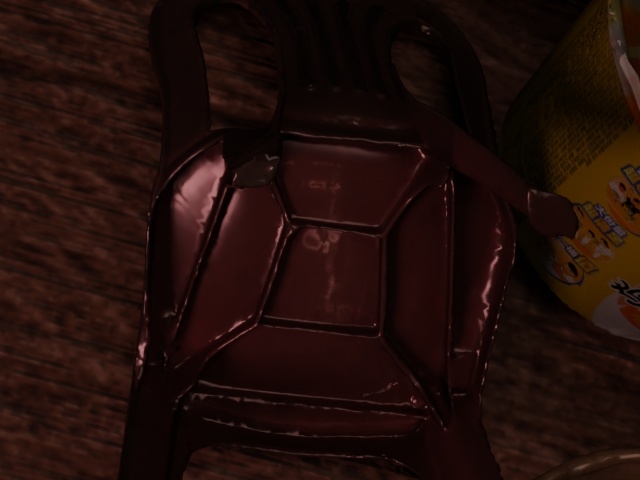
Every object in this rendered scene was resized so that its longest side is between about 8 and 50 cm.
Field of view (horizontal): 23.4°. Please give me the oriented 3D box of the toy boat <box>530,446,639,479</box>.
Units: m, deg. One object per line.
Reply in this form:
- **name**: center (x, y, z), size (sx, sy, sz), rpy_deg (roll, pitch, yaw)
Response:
- **toy boat**: center (0.153, 0.157, 0.675), size (0.188, 0.061, 0.116), rpy_deg (16, 65, -4)

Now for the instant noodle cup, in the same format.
- **instant noodle cup**: center (0.181, -0.049, 0.710), size (0.205, 0.153, 0.205), rpy_deg (9, 67, -21)

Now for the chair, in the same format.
- **chair**: center (0.000, 0.000, 0.689), size (0.175, 0.183, 0.326), rpy_deg (7, 20, -7)
